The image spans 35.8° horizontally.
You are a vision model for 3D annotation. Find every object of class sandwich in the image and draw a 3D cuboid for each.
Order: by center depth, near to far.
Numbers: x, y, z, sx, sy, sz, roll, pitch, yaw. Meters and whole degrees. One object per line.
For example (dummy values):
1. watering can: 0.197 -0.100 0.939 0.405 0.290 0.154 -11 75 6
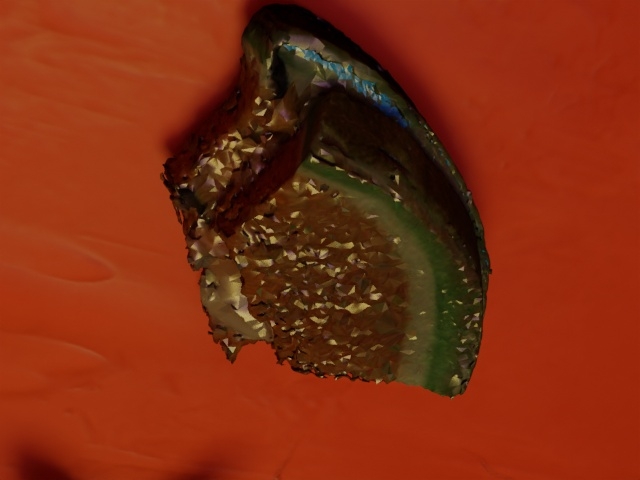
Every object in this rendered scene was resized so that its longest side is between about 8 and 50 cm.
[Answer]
1. sandwich: 0.008 -0.004 0.502 0.159 0.079 0.235 -13 128 -2
